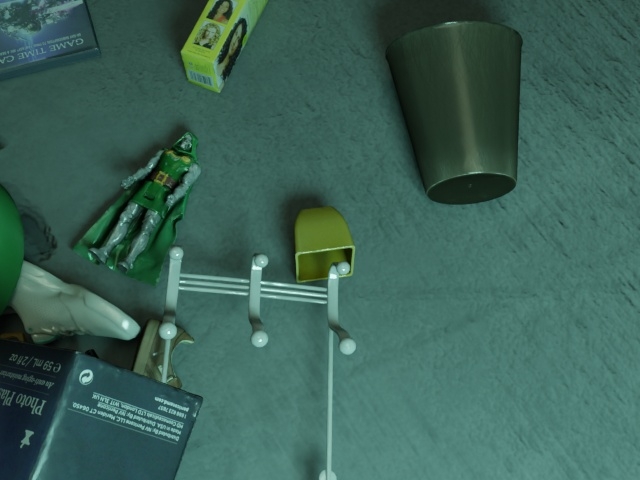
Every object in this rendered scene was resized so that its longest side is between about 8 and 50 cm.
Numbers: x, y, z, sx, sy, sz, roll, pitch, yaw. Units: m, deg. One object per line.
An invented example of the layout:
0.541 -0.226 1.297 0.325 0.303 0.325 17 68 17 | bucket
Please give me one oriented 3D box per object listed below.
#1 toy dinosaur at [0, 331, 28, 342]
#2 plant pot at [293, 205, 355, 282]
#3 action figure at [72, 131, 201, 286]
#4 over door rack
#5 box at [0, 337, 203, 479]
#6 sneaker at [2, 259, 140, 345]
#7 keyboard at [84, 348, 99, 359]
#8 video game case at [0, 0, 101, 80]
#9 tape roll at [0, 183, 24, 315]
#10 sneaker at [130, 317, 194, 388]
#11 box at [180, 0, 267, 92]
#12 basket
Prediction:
-0.433 0.155 1.024 0.112 0.064 0.211 -24 71 -10 | toy dinosaur
0.000 0.000 1.097 0.081 0.081 0.083 -7 57 -5 | plant pot
-0.238 -0.061 1.120 0.137 0.063 0.232 23 66 10 | action figure
-0.085 0.170 0.973 0.240 0.108 0.324 6 76 -10 | over door rack
-0.321 0.267 0.840 0.296 0.183 0.294 -1 66 42 | box
-0.341 0.104 1.046 0.212 0.080 0.094 20 72 16 | sneaker
-0.275 0.227 0.982 0.100 0.038 0.192 -51 43 4 | keyboard
-0.478 -0.386 1.252 0.196 0.026 0.274 -17 71 -9 | video game case
-0.558 0.022 1.032 0.321 0.077 0.321 -3 68 7 | tape roll
-0.217 0.198 1.016 0.071 0.066 0.188 18 76 -15 | sneaker
-0.138 -0.350 1.221 0.058 0.087 0.232 20 70 7 | box
0.203 -0.178 1.138 0.205 0.154 0.226 -2 72 -2 | basket
